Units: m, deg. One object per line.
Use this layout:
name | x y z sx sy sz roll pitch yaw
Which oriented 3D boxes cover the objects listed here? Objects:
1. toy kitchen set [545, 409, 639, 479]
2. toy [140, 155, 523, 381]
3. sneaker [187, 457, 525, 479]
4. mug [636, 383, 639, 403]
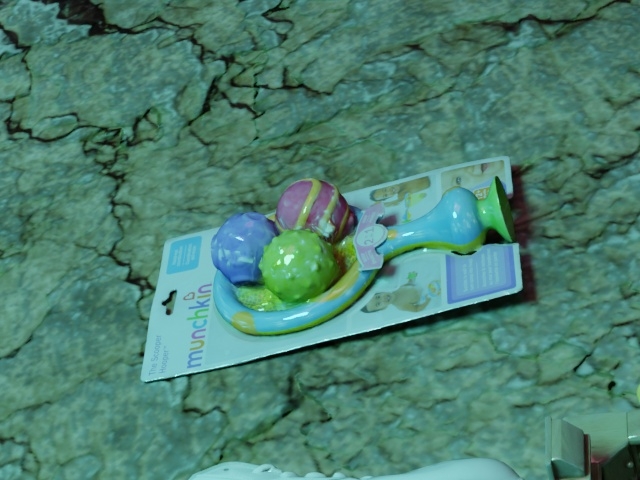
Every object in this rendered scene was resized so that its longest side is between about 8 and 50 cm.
toy kitchen set | 0.148 0.109 0.706 0.075 0.068 0.083 -8 39 16
toy | 0.000 0.000 0.920 0.237 0.056 0.137 -11 37 12
sneaker | -0.014 0.140 0.730 0.232 0.090 0.115 -17 34 3
mug | 0.197 0.055 0.761 0.078 0.062 0.064 -15 29 -4
